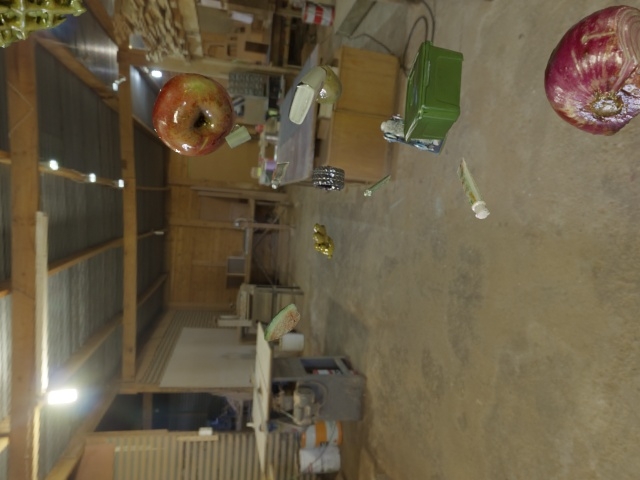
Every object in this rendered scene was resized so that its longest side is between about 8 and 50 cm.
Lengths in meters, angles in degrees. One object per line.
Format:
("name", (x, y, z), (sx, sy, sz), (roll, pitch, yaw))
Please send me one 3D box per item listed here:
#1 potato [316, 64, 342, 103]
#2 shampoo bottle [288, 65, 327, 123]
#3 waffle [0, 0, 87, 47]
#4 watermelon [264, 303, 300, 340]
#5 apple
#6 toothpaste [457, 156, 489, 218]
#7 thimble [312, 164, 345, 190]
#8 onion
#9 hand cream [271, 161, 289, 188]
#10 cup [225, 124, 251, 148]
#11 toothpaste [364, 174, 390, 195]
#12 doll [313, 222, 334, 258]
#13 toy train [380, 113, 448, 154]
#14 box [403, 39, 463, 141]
("potato", (0.021, -0.838, 2.267), (0.159, 0.174, 0.251), (67, -174, 22))
("shampoo bottle", (-0.027, -0.546, 1.500), (0.153, 0.071, 0.284), (116, 179, -46))
("waffle", (-0.572, -0.455, 0.736), (0.073, 0.317, 0.297), (66, -171, 2))
("watermelon", (-0.162, 0.335, 1.690), (0.094, 0.180, 0.081), (57, 155, 4))
("apple", (-0.534, -0.527, 1.783), (0.277, 0.348, 0.348), (35, 126, 39))
("toothpaste", (0.584, -0.203, 1.646), (0.058, 0.056, 0.314), (-33, 38, 28))
("thimble", (0.028, -0.201, 1.372), (0.095, 0.104, 0.066), (-5, 78, 54))
("onion", (0.632, -0.380, 0.950), (0.272, 0.230, 0.256), (-55, -11, -43))
("hand cream", (-0.182, -0.289, 1.829), (0.216, 0.052, 0.038), (-80, 14, -52))
("cup", (-0.306, -0.385, 1.540), (0.075, 0.083, 0.054), (60, 179, -7))
("toothpaste", (0.253, -0.240, 1.876), (0.029, 0.197, 0.048), (34, 136, 24))
("doll", (0.000, 0.000, 1.989), (0.209, 0.097, 0.137), (55, -157, -52))
("toy train", (0.440, -0.497, 1.998), (0.299, 0.202, 0.131), (27, 105, 28))
("box", (0.432, -0.561, 1.622), (0.253, 0.178, 0.329), (94, -178, -77))
